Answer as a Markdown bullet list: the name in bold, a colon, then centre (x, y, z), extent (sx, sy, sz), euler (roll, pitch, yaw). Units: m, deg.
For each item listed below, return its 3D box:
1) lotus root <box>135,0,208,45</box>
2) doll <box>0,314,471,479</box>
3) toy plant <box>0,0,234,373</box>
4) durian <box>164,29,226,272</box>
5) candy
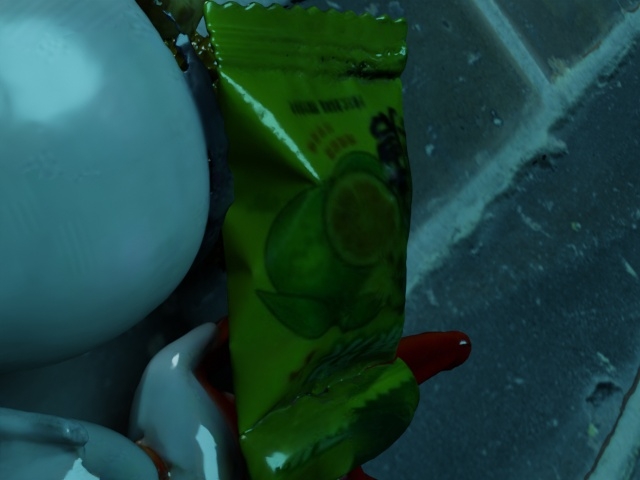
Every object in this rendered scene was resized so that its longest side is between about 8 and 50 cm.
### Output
- **lotus root**: centre (-0.174, -0.214, 0.573), extent (0.291, 0.193, 0.193), euler (19, 53, -35)
- **doll**: centre (-0.034, 0.129, 0.561), extent (0.384, 0.099, 0.188), euler (8, 68, -45)
- **toy plant**: centre (-0.205, 0.016, 0.348), extent (0.247, 0.247, 0.332), euler (50, 39, -8)
- **durian**: centre (-0.066, -0.053, 0.598), extent (0.137, 0.168, 0.158), euler (54, 21, 23)
- **candy**: centre (0.000, 0.000, 0.528), extent (0.149, 0.069, 0.246), euler (-15, 110, -49)
